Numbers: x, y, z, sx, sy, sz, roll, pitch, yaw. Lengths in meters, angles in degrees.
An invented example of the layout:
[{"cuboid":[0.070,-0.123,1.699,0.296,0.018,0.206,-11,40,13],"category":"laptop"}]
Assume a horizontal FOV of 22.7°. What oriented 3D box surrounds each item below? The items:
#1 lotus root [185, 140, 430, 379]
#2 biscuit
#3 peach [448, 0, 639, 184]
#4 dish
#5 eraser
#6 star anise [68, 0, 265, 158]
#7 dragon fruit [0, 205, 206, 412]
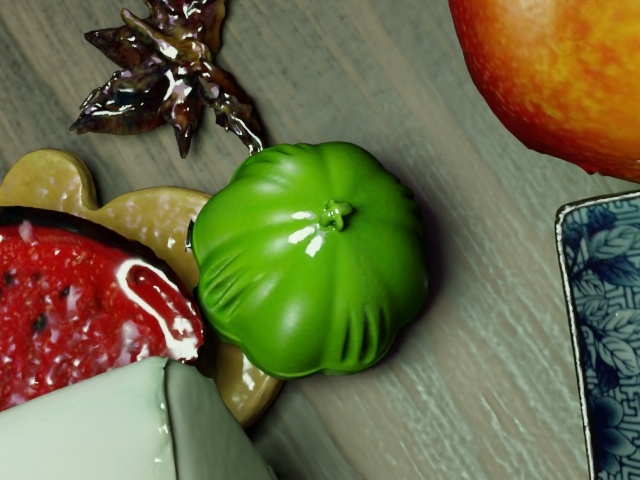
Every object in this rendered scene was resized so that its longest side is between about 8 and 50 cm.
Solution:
[{"cuboid":[0.000,0.000,1.113,0.186,0.186,0.186,-3,81,19],"category":"lotus root"},{"cuboid":[-0.186,0.062,1.263,0.355,0.052,0.275,-3,85,18],"category":"biscuit"},{"cuboid":[0.241,-0.210,0.995,0.388,0.388,0.388,-3,81,19],"category":"peach"},{"cuboid":[0.267,0.083,1.083,0.182,0.080,0.243,-9,81,18],"category":"dish"},{"cuboid":[-0.103,0.232,1.035,0.150,0.331,0.331,-19,76,16],"category":"eraser"},{"cuboid":[-0.129,-0.137,1.272,0.157,0.053,0.212,-17,79,16],"category":"star anise"},{"cuboid":[-0.253,0.104,1.202,0.282,0.100,0.343,45,99,16],"category":"dragon fruit"}]
